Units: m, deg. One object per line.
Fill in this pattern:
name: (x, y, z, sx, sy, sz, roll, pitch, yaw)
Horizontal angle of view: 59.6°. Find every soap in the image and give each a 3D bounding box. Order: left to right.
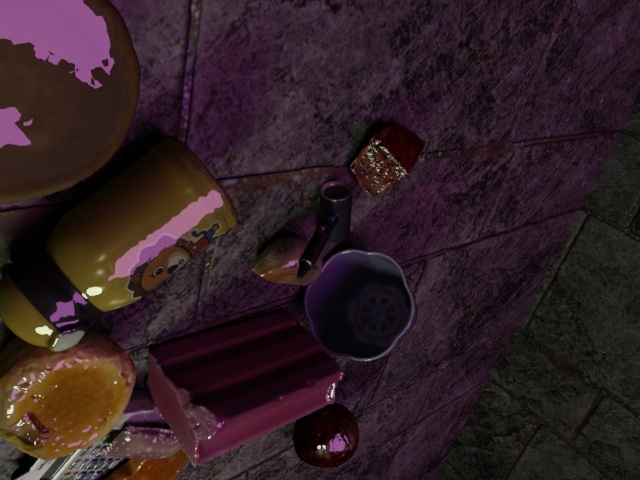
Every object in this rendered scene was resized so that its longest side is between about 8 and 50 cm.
soap: (-0.158, 0.292, 1.186, 0.359, 0.233, 0.128, -11, 131, -41)

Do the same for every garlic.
garlic: (-0.053, 0.043, 1.207, 0.101, 0.087, 0.195, -47, 150, 19)

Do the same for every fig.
fig: (0.014, 0.549, 1.652, 0.203, 0.186, 0.249, -16, 127, -13)

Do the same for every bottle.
bottle: (-0.305, 0.015, 0.832, 0.351, 0.171, 0.171, -41, 143, -11)

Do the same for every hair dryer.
hair dryer: (0.000, 0.000, 1.154, 0.128, 0.070, 0.255, 89, 22, -45)

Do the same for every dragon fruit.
dragon fruit: (0.144, -0.191, 1.220, 0.127, 0.120, 0.161, 51, 46, -14)

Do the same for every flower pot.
flower pot: (0.124, 0.174, 1.378, 0.265, 0.265, 0.243, -51, 154, 1)

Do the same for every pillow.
pillow: (-0.351, 0.423, 1.159, 0.118, 0.043, 0.185, -44, 142, 23)

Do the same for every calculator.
calculator: (-0.476, 0.434, 1.135, 0.177, 0.040, 0.268, -49, 145, -1)

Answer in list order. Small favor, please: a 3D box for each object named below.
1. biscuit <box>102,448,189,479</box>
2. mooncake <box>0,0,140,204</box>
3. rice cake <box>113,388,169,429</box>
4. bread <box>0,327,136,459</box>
biscuit: (-0.399, 0.531, 1.287, 0.334, 0.047, 0.202, -35, 148, -24)
mooncake: (-0.358, -0.185, 0.609, 0.284, 0.155, 0.284, -28, 140, -26)
rice cake: (-0.314, 0.372, 1.228, 0.064, 0.070, 0.399, -53, 144, 11)
bread: (-0.436, 0.243, 0.930, 0.244, 0.134, 0.244, -25, 136, -27)
